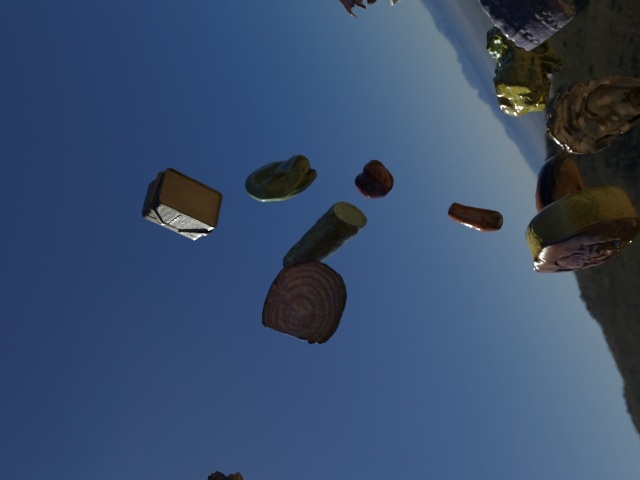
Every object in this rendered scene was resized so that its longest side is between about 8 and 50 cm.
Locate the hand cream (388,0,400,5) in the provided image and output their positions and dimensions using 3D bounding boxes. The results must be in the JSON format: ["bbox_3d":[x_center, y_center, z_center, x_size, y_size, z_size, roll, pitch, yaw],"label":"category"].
[{"bbox_3d":[0.267,-0.764,1.745,0.038,0.216,0.052,39,163,-2],"label":"hand cream"}]

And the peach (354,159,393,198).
[{"bbox_3d":[0.218,-0.235,2.363,0.152,0.152,0.152,47,-157,-27],"label":"peach"}]

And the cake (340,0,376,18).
[{"bbox_3d":[0.060,-0.611,1.352,0.135,0.098,0.287,10,-134,-52],"label":"cake"}]

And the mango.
[{"bbox_3d":[0.813,-0.147,2.004,0.152,0.201,0.288,163,110,-74],"label":"mango"}]

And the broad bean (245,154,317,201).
[{"bbox_3d":[-0.122,-0.189,1.872,0.169,0.227,0.100,-85,-19,-46],"label":"broad bean"}]

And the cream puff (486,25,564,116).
[{"bbox_3d":[0.551,-0.469,1.597,0.282,0.185,0.282,-8,-90,-67],"label":"cream puff"}]

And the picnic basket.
[{"bbox_3d":[-0.502,-0.130,2.173,0.266,0.139,0.165,26,-125,-34],"label":"picnic basket"}]

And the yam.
[{"bbox_3d":[0.000,0.000,2.046,0.133,0.330,0.133,43,-160,-19],"label":"yam"}]

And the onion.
[{"bbox_3d":[-0.033,0.189,1.864,0.111,0.250,0.248,37,-109,-69],"label":"onion"}]

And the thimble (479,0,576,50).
[{"bbox_3d":[0.334,-0.396,0.977,0.150,0.097,0.150,25,-134,-28],"label":"thimble"}]

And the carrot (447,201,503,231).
[{"bbox_3d":[0.557,-0.080,2.152,0.087,0.193,0.087,-23,-60,-48],"label":"carrot"}]

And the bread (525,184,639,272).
[{"bbox_3d":[0.618,-0.017,1.416,0.270,0.269,0.148,26,-137,-55],"label":"bread"}]

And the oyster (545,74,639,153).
[{"bbox_3d":[0.534,-0.239,1.112,0.344,0.078,0.129,-19,-89,-29],"label":"oyster"}]

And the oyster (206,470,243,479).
[{"bbox_3d":[-0.272,0.769,1.844,0.177,0.105,0.056,25,-172,-12],"label":"oyster"}]
